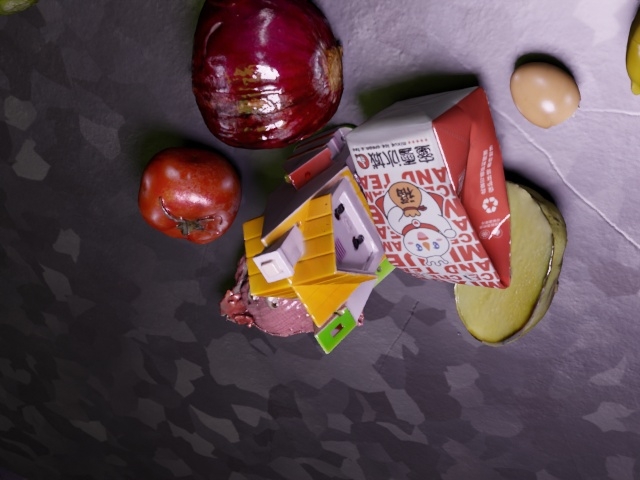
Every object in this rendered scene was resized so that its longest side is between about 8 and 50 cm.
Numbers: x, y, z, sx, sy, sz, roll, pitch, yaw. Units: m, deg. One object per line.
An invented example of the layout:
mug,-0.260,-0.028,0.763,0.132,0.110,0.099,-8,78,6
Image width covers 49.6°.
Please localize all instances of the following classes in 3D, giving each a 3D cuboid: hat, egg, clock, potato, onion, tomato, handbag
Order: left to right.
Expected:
tomato,-0.234,-0.081,1.213,0.187,0.151,0.187,-12,155,-6
onion,-0.088,-0.254,0.994,0.216,0.207,0.206,3,129,16
hat,-0.079,0.098,1.310,0.287,0.107,0.236,-21,103,30
clock,0.001,0.000,1.067,0.166,0.309,0.235,-17,115,32
handbag,0.175,-0.056,1.011,0.171,0.151,0.298,-1,117,44
potato,0.312,0.038,1.078,0.160,0.111,0.271,39,128,43
egg,0.300,-0.199,0.934,0.096,0.080,0.080,46,130,-8

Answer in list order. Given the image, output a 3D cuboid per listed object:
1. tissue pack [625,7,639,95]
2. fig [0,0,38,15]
tissue pack,0.454,-0.222,0.817,0.178,0.123,0.127,22,131,7
fig,-0.445,-0.461,1.039,0.236,0.203,0.203,-20,117,4
